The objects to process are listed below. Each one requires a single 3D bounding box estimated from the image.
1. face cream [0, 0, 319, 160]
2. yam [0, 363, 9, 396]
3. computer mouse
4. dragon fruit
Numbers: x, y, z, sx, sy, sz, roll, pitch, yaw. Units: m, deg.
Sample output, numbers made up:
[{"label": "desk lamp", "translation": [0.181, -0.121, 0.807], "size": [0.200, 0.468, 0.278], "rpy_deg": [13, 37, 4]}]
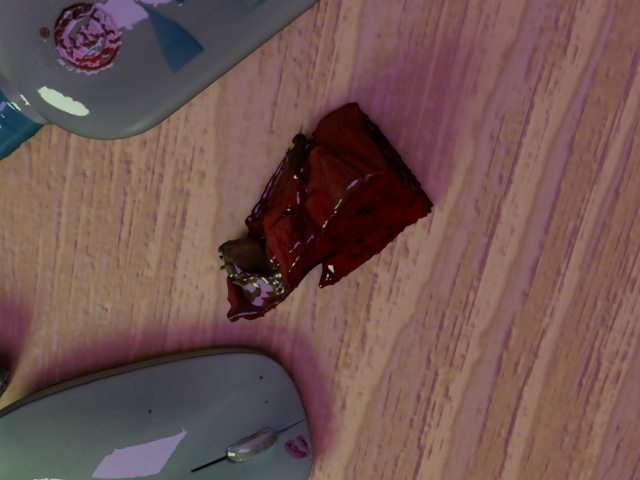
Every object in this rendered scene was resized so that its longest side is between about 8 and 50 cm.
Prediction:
[{"label": "face cream", "translation": [-0.152, -0.161, 0.728], "size": [0.337, 0.080, 0.163], "rpy_deg": [-34, 105, 15]}, {"label": "yam", "translation": [-0.368, 0.119, 0.843], "size": [0.183, 0.107, 0.107], "rpy_deg": [24, 110, -2]}, {"label": "computer mouse", "translation": [-0.154, 0.186, 0.852], "size": [0.289, 0.097, 0.159], "rpy_deg": [-10, 107, 9]}, {"label": "dragon fruit", "translation": [-0.012, -0.015, 0.793], "size": [0.192, 0.122, 0.092], "rpy_deg": [-47, 61, 22]}]
